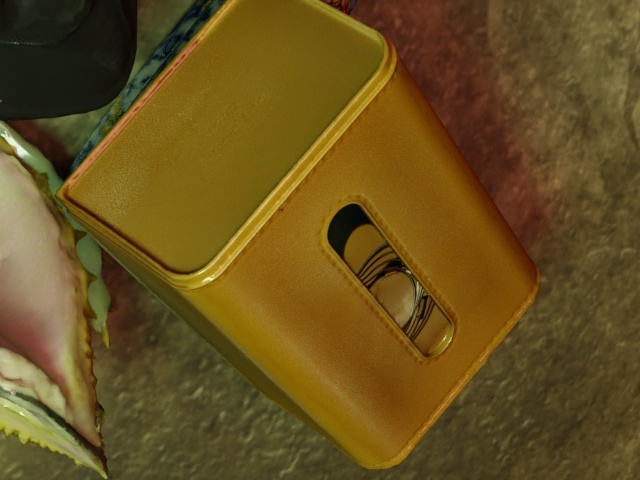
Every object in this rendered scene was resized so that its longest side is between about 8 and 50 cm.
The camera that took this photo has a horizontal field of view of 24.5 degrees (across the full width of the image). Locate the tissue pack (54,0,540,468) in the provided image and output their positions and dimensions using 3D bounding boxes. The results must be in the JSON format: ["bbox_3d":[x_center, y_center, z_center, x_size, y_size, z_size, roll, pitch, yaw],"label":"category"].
[{"bbox_3d":[0.000,0.000,0.937,0.194,0.145,0.274,-49,139,-6],"label":"tissue pack"}]

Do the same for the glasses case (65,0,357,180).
[{"bbox_3d":[-0.065,-0.105,0.964,0.248,0.065,0.087,-53,133,-5],"label":"glasses case"}]

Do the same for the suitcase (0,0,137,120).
[{"bbox_3d":[-0.235,-0.236,0.747,0.339,0.188,0.345,-2,95,-45],"label":"suitcase"}]

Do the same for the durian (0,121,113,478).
[{"bbox_3d":[-0.239,-0.001,0.858,0.305,0.185,0.195,25,63,-23],"label":"durian"}]
